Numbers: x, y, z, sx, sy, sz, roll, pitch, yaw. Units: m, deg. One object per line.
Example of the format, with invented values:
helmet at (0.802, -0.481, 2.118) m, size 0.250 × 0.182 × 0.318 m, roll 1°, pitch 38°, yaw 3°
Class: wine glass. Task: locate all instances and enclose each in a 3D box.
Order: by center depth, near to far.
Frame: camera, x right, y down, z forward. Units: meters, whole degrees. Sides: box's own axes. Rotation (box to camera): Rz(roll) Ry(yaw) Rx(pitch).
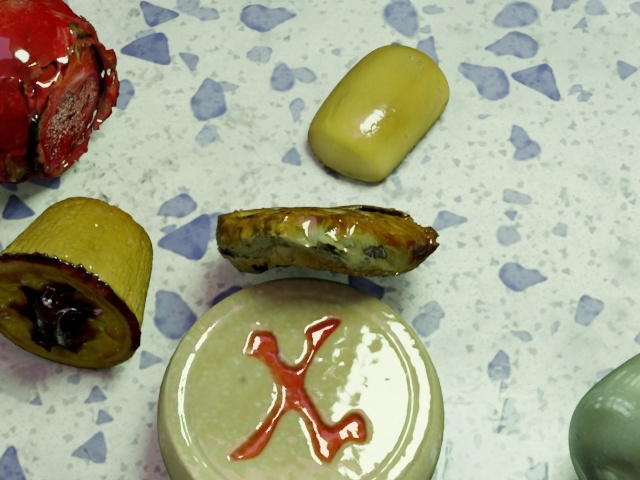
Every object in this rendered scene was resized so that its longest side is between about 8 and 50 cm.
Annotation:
wine glass at (0.356, 0.269, 1.337) m, size 0.238 × 0.238 × 0.323 m, roll 39°, pitch 65°, yaw 22°

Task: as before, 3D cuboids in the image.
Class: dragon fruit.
dragon fruit at (-0.434, -0.211, 1.624) m, size 0.302 × 0.295 × 0.295 m, roll 10°, pitch 58°, yaw 25°

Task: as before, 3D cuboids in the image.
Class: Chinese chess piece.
Chinese chess piece at (-0.023, 0.208, 1.431) m, size 0.338 × 0.140 × 0.338 m, roll -1°, pitch 59°, yaw 2°

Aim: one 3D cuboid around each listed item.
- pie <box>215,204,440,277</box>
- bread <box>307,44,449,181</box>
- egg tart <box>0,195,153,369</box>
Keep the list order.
pie at (0.000, -0.001, 1.500) m, size 0.308 × 0.308 × 0.085 m, roll -1°, pitch 93°, yaw 1°
bread at (0.082, -0.187, 1.697) m, size 0.147 × 0.098 × 0.217 m, roll 26°, pitch 61°, yaw 20°
egg tart at (-0.308, 0.051, 1.508) m, size 0.215 × 0.215 × 0.170 m, roll 10°, pitch 47°, yaw 8°
